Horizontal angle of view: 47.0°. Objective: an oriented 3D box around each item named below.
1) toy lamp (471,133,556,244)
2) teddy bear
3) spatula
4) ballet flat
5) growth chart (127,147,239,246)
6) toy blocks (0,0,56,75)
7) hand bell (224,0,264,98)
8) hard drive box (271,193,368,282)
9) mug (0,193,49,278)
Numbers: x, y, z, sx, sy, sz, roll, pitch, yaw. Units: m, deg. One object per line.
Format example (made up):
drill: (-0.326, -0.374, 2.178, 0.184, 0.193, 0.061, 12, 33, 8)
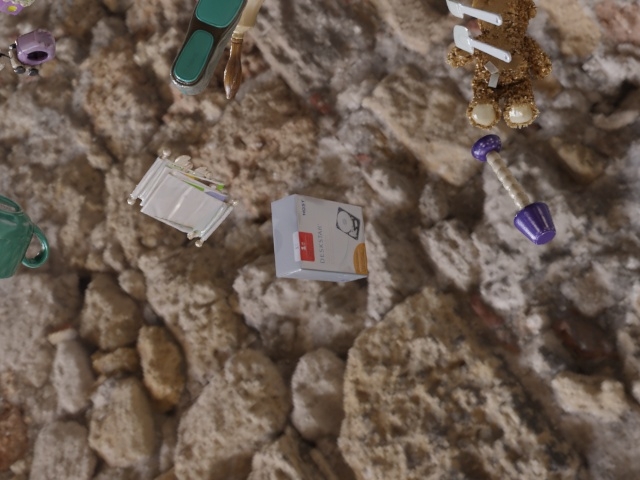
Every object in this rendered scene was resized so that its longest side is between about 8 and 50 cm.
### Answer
toy lamp: (0.405, -0.106, 1.544, 0.080, 0.080, 0.274, 36, -157, -48)
teddy bear: (0.443, -0.433, 1.807, 0.113, 0.245, 0.337, 7, -115, -71)
spatula: (0.250, -0.385, 1.227, 0.242, 0.019, 0.168, -116, 8, -64)
ballet flat: (-0.177, -0.330, 1.175, 0.072, 0.213, 0.068, 25, 172, 2)
growth chart: (-0.283, -0.089, 1.559, 0.237, 0.172, 0.021, 34, -161, -43)
toy blocks: (-0.635, -0.532, 1.427, 0.289, 0.260, 0.308, -4, -107, -54)
hand bell: (-0.183, -0.429, 1.607, 0.126, 0.242, 0.126, 8, -158, -3)
hard drive box: (0.000, 0.000, 1.751, 0.232, 0.089, 0.181, 7, -107, -45)
mug: (-0.485, -0.017, 1.085, 0.129, 0.097, 0.158, 30, -171, 10)
